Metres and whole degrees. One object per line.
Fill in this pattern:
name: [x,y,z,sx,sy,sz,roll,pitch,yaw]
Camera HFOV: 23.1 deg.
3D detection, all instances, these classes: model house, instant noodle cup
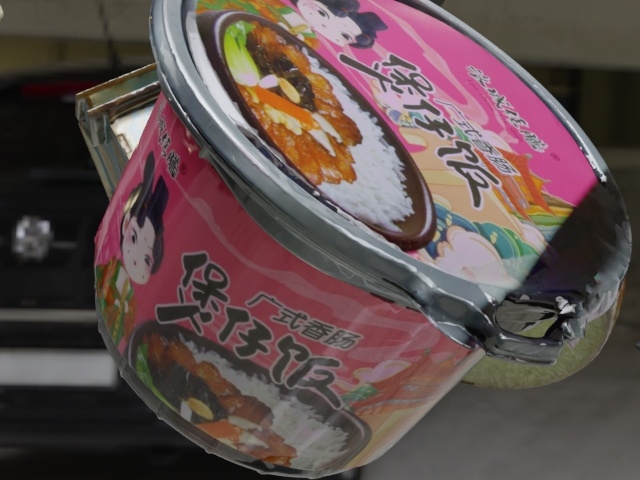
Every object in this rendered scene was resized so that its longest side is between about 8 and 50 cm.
model house: [-0.104,-0.070,1.314,0.178,0.271,0.206,-27,49,-10]
instant noodle cup: [0.000,0.000,0.784,0.258,0.182,0.302,18,36,-24]

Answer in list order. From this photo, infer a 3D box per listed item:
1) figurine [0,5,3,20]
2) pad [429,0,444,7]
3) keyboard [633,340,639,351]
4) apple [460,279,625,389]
figurine: [-0.249,-0.157,1.010,0.098,0.082,0.154,37,18,-37]
pad: [0.089,-0.274,1.192,0.004,0.127,0.190,7,48,-26]
keyboard: [0.309,0.089,1.100,0.202,0.011,0.067,4,23,-37]
apple: [0.201,0.038,1.716,0.346,0.254,0.179,-4,-2,42]
